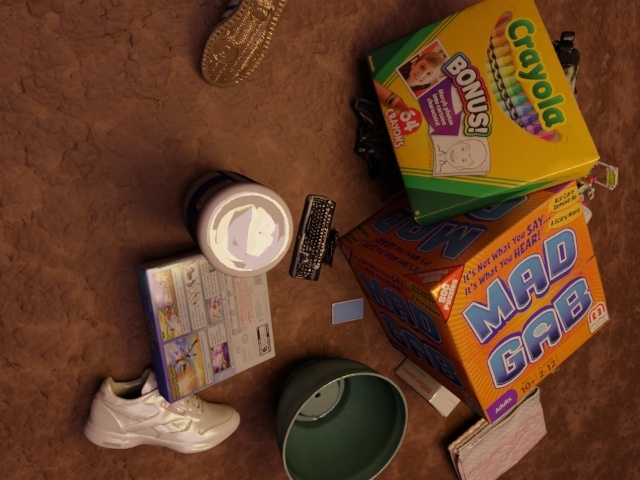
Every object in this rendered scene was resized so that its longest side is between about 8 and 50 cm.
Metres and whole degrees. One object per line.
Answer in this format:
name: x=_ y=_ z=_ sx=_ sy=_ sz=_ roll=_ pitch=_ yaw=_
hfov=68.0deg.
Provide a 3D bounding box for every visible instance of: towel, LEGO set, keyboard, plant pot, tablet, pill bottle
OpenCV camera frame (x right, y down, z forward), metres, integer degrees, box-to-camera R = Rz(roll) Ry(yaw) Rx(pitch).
towel: x=0.548 y=0.609 z=1.435 sx=0.332 sy=0.053 sz=0.316 roll=-34 pitch=128 yaw=-10
LEGO set: x=0.688 y=-0.178 z=1.238 sx=0.287 sy=0.107 sz=0.132 roll=24 pitch=104 yaw=-44
keyboard: x=0.000 y=0.000 z=1.054 sx=0.100 sy=0.038 sz=0.191 roll=8 pitch=102 yaw=-27
plant pot: x=0.020 y=0.389 z=1.081 sx=0.294 sy=0.196 sz=0.292 roll=-6 pitch=106 yaw=-23
tablet: x=0.066 y=0.170 z=1.149 sx=0.084 sy=0.006 sz=0.054 roll=-7 pitch=107 yaw=-22
pill bottle: x=-0.160 y=-0.044 z=0.839 sx=0.153 sy=0.265 sz=0.153 roll=-7 pitch=107 yaw=-22

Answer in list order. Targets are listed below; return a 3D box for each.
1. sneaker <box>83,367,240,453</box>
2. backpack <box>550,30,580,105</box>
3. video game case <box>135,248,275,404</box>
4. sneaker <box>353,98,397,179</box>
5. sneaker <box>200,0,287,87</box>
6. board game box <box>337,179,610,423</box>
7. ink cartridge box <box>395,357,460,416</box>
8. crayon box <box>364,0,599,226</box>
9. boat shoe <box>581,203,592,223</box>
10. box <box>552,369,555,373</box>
sneaker: x=-0.304 y=0.344 z=0.964 sx=0.306 sy=0.114 sz=0.151 roll=11 pitch=100 yaw=-27
backpack: x=0.430 y=-0.282 z=1.054 sx=0.277 sy=0.213 sz=0.263 roll=-20 pitch=108 yaw=19
video game case: x=-0.217 y=0.148 z=0.942 sx=0.245 sy=0.061 sz=0.269 roll=-17 pitch=109 yaw=-39
sneaker: x=0.112 y=-0.216 z=1.028 sx=0.078 sy=0.067 sz=0.188 roll=-32 pitch=118 yaw=-21
sneaker: x=-0.131 y=-0.421 z=0.855 sx=0.099 sy=0.153 sz=0.282 roll=19 pitch=126 yaw=-30
board game box: x=0.327 y=0.085 z=1.047 sx=0.357 sy=0.356 sz=0.356 roll=-35 pitch=116 yaw=-13
ink cartridge box: x=0.322 y=0.318 z=1.224 sx=0.212 sy=0.154 sz=0.093 roll=-48 pitch=118 yaw=-5
crayon box: x=0.286 y=-0.247 z=0.898 sx=0.314 sy=0.106 sz=0.362 roll=-19 pitch=75 yaw=19
boat shoe: x=0.547 y=-0.022 z=1.173 sx=0.121 sy=0.335 sz=0.119 roll=35 pitch=91 yaw=15
box: x=0.682 y=0.322 z=1.468 sx=0.202 sy=0.021 sz=0.164 roll=16 pitch=97 yaw=-27
